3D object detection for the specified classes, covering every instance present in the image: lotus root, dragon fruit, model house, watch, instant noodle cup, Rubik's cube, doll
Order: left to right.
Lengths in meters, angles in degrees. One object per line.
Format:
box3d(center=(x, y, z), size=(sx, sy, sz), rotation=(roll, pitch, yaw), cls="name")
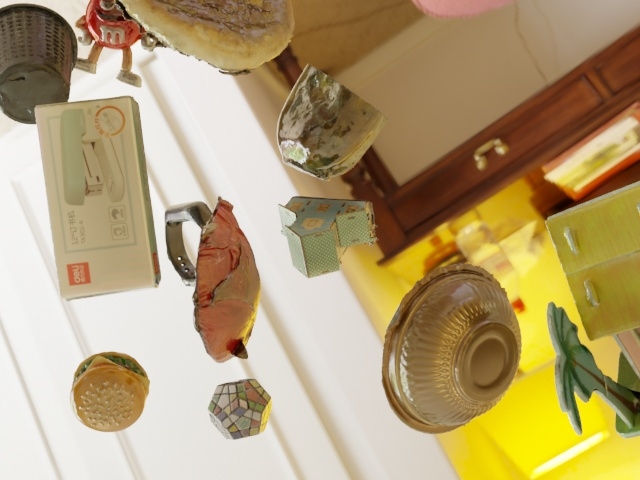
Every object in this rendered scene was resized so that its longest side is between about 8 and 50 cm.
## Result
box3d(center=(-0.437, -0.454, 1.942), size=(0.183, 0.217, 0.085), rotation=(15, -174, -9), cls="doll")
box3d(center=(-0.275, 0.009, 2.009), size=(0.068, 0.192, 0.206), rotation=(-24, -168, -36), cls="watch")
box3d(center=(-0.180, 0.113, 1.801), size=(0.100, 0.282, 0.343), rotation=(1, 118, 12), cls="dragon fruit")
box3d(center=(-0.133, 0.279, 1.496), size=(0.111, 0.111, 0.093), rotation=(-35, 142, 13), cls="Rubik's cube")
box3d(center=(-0.012, -0.303, 2.398), size=(0.260, 0.267, 0.149), rotation=(-54, 157, 6), cls="lotus root")
box3d(center=(0.000, 0.000, 2.367), size=(0.206, 0.271, 0.178), rotation=(-55, 146, -51), cls="model house")
box3d(center=(0.224, 0.172, 1.352), size=(0.274, 0.273, 0.091), rotation=(-15, -163, -31), cls="instant noodle cup")
box3d(center=(0.451, 0.090, 1.143), size=(0.300, 0.323, 0.340), rotation=(-24, -160, 32), cls="model house")

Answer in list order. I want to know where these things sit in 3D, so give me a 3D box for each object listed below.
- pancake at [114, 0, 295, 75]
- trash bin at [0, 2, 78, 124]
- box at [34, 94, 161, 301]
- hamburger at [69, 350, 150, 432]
box3d(center=(-0.206, -0.431, 1.512), size=(0.382, 0.382, 0.071), rotation=(-8, 152, -42), cls="pancake")
box3d(center=(-0.488, -0.281, 1.511), size=(0.176, 0.161, 0.175), rotation=(-11, 136, -11), cls="trash bin")
box3d(center=(-0.298, -0.057, 1.226), size=(0.135, 0.269, 0.079), rotation=(-6, -176, -3), cls="box")
box3d(center=(-0.414, 0.299, 1.775), size=(0.162, 0.162, 0.115), rotation=(-31, -158, 5), cls="hamburger")
